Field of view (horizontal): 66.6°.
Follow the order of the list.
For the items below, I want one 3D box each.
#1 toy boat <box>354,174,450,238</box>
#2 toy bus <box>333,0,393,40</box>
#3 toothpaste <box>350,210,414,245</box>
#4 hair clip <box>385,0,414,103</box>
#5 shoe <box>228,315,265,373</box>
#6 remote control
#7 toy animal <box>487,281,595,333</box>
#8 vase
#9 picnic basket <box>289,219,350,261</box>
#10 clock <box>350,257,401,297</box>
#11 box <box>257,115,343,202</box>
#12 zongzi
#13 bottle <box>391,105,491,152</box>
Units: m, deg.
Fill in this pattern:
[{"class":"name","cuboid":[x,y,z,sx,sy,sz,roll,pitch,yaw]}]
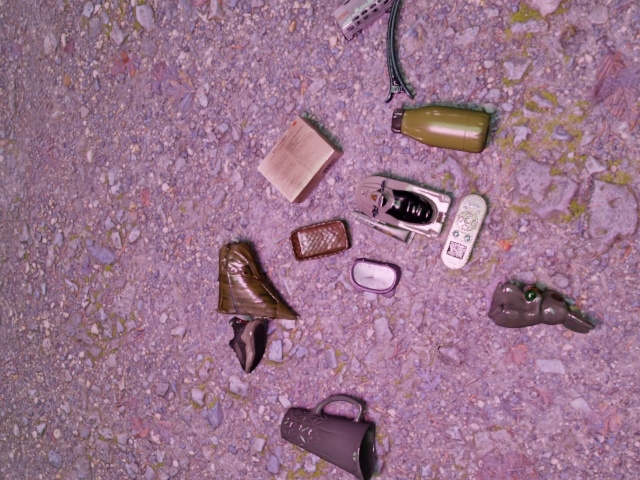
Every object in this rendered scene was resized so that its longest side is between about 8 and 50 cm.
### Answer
[{"class":"toy boat","cuboid":[0.224,-0.101,1.383,0.269,0.141,0.141,17,101,4]},{"class":"toy bus","cuboid":[0.128,-0.664,1.384,0.193,0.089,0.087,-29,85,20]},{"class":"toothpaste","cuboid":[0.181,-0.044,1.456,0.204,0.031,0.049,24,105,16]},{"class":"hair clip","cuboid":[0.209,-0.531,1.369,0.083,0.048,0.276,-2,103,25]},{"class":"shoe","cuboid":[-0.247,0.336,1.599,0.112,0.099,0.228,23,128,16]},{"class":"remote control","cuboid":[0.401,-0.023,1.367,0.078,0.042,0.222,21,103,17]},{"class":"toy animal","cuboid":[0.583,0.184,1.291,0.251,0.127,0.126,10,87,6]},{"class":"vase","cuboid":[0.027,0.603,1.526,0.300,0.156,0.251,8,83,26]},{"class":"picnic basket","cuboid":[0.000,0.000,1.516,0.193,0.055,0.110,-12,92,21]},{"class":"clock","cuboid":[0.160,0.116,1.467,0.152,0.050,0.110,10,99,20]},{"class":"box","cuboid":[-0.065,-0.245,1.496,0.168,0.095,0.212,45,108,10]},{"class":"zongzi","cuboid":[-0.199,0.130,1.571,0.274,0.125,0.251,6,105,17]},{"class":"bottle","cuboid":[0.323,-0.310,1.331,0.259,0.112,0.112,13,100,20]}]
